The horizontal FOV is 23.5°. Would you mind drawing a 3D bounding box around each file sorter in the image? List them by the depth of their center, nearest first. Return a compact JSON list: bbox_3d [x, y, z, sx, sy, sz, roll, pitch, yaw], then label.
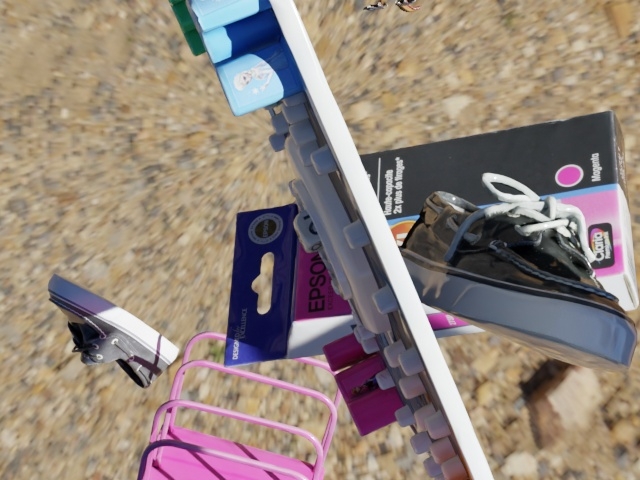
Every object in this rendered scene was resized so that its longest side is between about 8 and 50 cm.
[{"bbox_3d":[-0.095,0.258,1.667,0.202,0.291,0.182,15,122,0],"label":"file sorter"}]

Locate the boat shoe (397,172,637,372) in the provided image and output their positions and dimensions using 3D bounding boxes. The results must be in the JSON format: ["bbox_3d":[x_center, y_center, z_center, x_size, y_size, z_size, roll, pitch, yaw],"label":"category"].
[{"bbox_3d":[0.137,0.015,1.075,0.113,0.306,0.105,22,90,-14],"label":"boat shoe"}]

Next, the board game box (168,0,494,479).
[{"bbox_3d":[0.000,0.000,0.973,0.050,0.390,0.390,-25,104,-3],"label":"board game box"}]

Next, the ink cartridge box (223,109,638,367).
[{"bbox_3d":[0.084,0.001,1.338,0.370,0.069,0.176,-11,52,18],"label":"ink cartridge box"}]

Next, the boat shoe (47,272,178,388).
[{"bbox_3d":[-0.248,0.111,1.766,0.080,0.228,0.076,26,80,32],"label":"boat shoe"}]

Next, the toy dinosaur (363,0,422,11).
[{"bbox_3d":[0.042,-0.212,1.135,0.047,0.090,0.082,-9,87,11],"label":"toy dinosaur"}]
